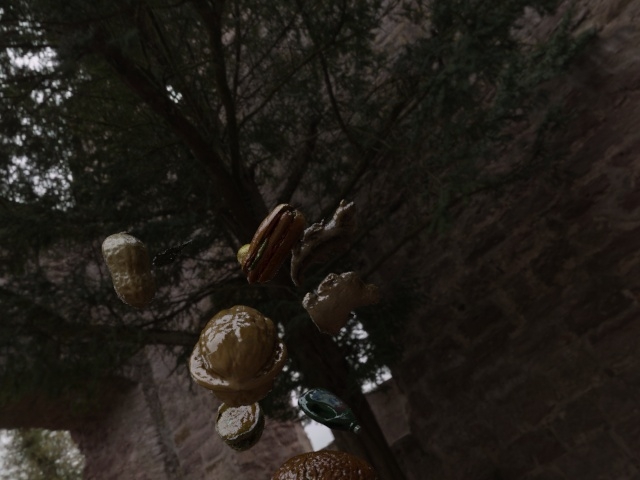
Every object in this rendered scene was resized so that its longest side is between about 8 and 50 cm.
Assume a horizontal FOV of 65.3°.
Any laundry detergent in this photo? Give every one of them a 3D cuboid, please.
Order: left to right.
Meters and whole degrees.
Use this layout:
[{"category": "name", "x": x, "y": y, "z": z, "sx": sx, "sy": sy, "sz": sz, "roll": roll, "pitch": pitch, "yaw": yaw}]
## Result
[{"category": "laundry detergent", "x": 0.034, "y": 0.539, "z": 1.553, "sx": 0.137, "sy": 0.210, "sz": 0.063, "roll": 0, "pitch": -72, "yaw": -47}]

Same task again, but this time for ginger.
[{"category": "ginger", "x": 0.002, "y": -0.001, "z": 1.627, "sx": 0.333, "sy": 0.166, "sz": 0.080, "roll": -37, "pitch": 9, "yaw": 20}, {"category": "ginger", "x": 0.057, "y": 0.141, "z": 1.243, "sx": 0.213, "sy": 0.137, "sz": 0.074, "roll": -30, "pitch": 16, "yaw": -24}]

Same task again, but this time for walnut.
[{"category": "walnut", "x": -0.204, "y": 0.288, "z": 1.241, "sx": 0.257, "sy": 0.257, "sz": 0.225, "roll": -15, "pitch": -65, "yaw": -25}]

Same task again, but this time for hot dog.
[{"category": "hot dog", "x": -0.113, "y": 0.017, "z": 1.137, "sx": 0.092, "sy": 0.062, "sz": 0.236, "roll": 28, "pitch": -59, "yaw": -6}]

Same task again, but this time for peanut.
[{"category": "peanut", "x": -0.654, "y": 0.087, "z": 1.716, "sx": 0.143, "sy": 0.291, "sz": 0.159, "roll": -14, "pitch": -24, "yaw": -29}]

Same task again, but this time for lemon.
[{"category": "lemon", "x": -0.242, "y": 0.052, "z": 1.731, "sx": 0.082, "sy": 0.082, "sz": 0.110, "roll": -1, "pitch": -14, "yaw": -40}]

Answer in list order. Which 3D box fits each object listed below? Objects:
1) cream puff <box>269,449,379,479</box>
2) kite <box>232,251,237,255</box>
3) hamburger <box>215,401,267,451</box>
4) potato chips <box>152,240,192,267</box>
[{"category": "cream puff", "x": 0.005, "y": 0.653, "z": 1.191, "sx": 0.303, "sy": 0.212, "sz": 0.303, "roll": 0, "pitch": -63, "yaw": -1}, {"category": "kite", "x": -0.308, "y": 0.105, "z": 2.199, "sx": 0.229, "sy": 0.250, "sz": 0.012, "roll": 40, "pitch": -98, "yaw": -33}, {"category": "hamburger", "x": -0.260, "y": 0.611, "z": 1.666, "sx": 0.185, "sy": 0.177, "sz": 0.113, "roll": 6, "pitch": -48, "yaw": 18}, {"category": "potato chips", "x": -0.602, "y": 0.056, "z": 2.026, "sx": 0.092, "sy": 0.028, "sz": 0.207, "roll": -60, "pitch": -13, "yaw": 29}]
